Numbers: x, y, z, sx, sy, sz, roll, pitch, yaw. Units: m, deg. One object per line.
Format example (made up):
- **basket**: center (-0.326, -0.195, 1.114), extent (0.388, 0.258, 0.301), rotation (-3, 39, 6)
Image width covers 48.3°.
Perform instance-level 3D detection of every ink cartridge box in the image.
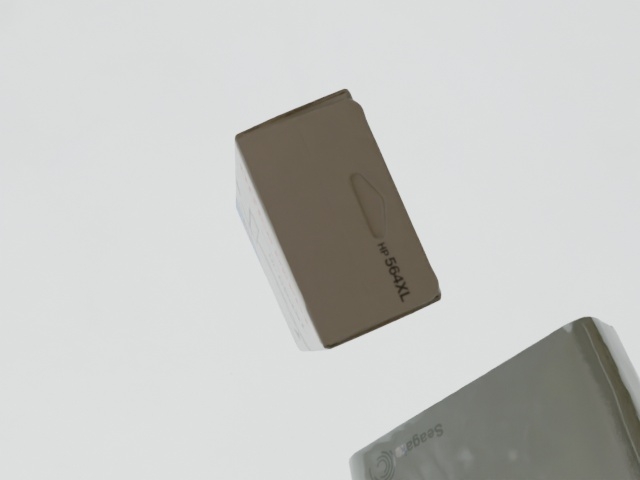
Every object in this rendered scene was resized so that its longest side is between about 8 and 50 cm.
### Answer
- **ink cartridge box**: center (0.000, 0.000, 0.529), extent (0.086, 0.203, 0.148), rotation (-23, -97, -9)

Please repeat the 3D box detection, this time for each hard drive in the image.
- **hard drive**: center (0.117, 0.218, 0.356), extent (0.040, 0.203, 0.307), rotation (23, -141, -35)
